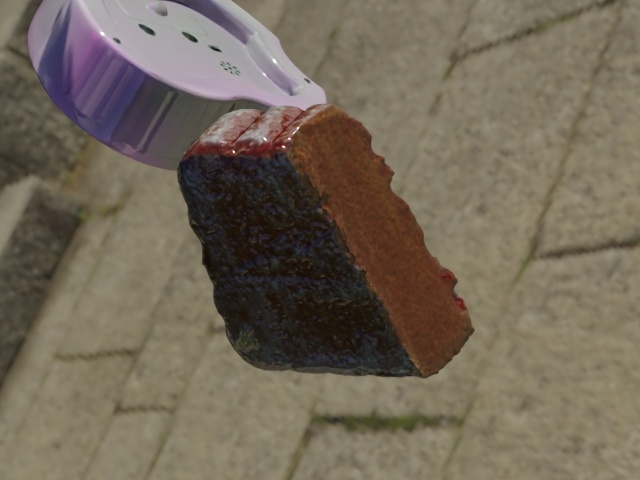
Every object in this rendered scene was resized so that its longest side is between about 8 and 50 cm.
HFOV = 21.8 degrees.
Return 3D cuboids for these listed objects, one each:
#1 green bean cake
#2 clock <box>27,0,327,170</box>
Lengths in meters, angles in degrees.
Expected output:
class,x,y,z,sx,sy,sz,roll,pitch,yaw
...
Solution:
class,x,y,z,sx,sy,sz,roll,pitch,yaw
green bean cake,0.000,0.000,1.372,0.198,0.233,0.097,-3,29,29
clock,-0.158,-0.188,1.836,0.102,0.338,0.338,-56,21,24
